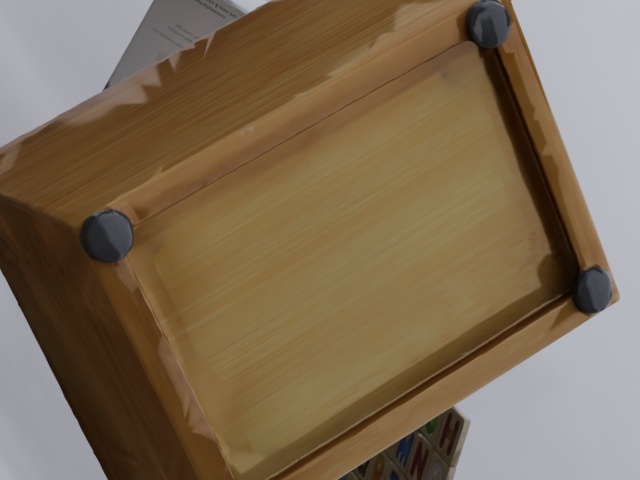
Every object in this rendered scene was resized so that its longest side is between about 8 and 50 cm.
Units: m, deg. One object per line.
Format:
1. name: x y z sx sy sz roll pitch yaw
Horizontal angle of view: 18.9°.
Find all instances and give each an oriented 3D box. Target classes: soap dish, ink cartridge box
1. soap dish: 0.000 0.000 0.960 0.118 0.291 0.229 29 -34 61
2. ink cartridge box: -0.125 -0.122 1.685 0.092 0.218 0.158 34 11 8

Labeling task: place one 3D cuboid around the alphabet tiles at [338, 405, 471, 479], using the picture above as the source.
1. alphabet tiles: 0.065 0.163 1.588 0.009 0.198 0.237 14 10 -18
